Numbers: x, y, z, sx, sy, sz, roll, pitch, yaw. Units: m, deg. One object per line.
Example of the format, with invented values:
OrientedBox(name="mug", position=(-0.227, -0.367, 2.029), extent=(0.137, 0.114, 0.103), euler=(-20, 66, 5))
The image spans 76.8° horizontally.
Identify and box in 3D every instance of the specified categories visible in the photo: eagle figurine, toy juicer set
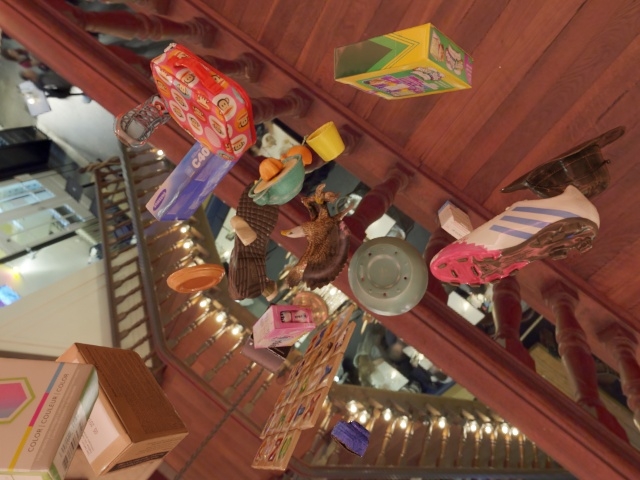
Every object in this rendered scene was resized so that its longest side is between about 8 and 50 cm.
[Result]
OrientedBox(name="eagle figurine", position=(-0.011, 0.001, 1.234), extent=(0.225, 0.226, 0.298), euler=(-7, 84, 20))
OrientedBox(name="toy juicer set", position=(-0.109, -0.123, 0.845), extent=(0.089, 0.329, 0.209), euler=(51, 152, -22))

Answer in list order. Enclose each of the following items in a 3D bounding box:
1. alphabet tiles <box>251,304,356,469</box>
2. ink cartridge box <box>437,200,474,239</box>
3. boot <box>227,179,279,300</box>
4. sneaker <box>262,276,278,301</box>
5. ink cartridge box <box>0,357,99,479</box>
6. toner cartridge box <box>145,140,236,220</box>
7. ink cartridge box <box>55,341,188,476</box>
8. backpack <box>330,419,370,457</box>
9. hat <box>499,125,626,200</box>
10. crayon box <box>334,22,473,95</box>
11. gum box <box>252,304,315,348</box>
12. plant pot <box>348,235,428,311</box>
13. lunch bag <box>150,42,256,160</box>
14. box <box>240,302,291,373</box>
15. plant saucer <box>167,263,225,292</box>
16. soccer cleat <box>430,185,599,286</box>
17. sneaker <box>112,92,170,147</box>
OrientedBox(name="alphabet tiles", position=(-0.034, 0.269, 0.739), extent=(0.011, 0.285, 0.342), euler=(30, 146, -3))
OrientedBox(name="ink cartridge box", position=(0.496, -0.063, 1.480), extent=(0.104, 0.181, 0.062), euler=(34, 118, -8))
OrientedBox(name="boot", position=(-0.216, 0.005, 1.170), extent=(0.118, 0.222, 0.338), euler=(14, 79, -19))
OrientedBox(name="sneaker", position=(-0.210, 0.159, 1.507), extent=(0.064, 0.192, 0.086), euler=(-40, 106, -5))
OrientedBox(name="ink cartridge box", position=(-0.346, 0.174, 0.390), extent=(0.209, 0.109, 0.062), euler=(8, 128, -10))
OrientedBox(name="toner cartridge box", position=(-0.405, -0.212, 1.334), extent=(0.075, 0.165, 0.348), euler=(46, 103, 9))
OrientedBox(name="ink cartridge box", position=(-0.397, 0.324, 0.799), extent=(0.088, 0.193, 0.234), euler=(-44, 66, -4))
OrientedBox(name="backpack", position=(0.102, 0.680, 1.411), extent=(0.120, 0.101, 0.098), euler=(32, 151, 4))
OrientedBox(name="hat", position=(0.659, -0.156, 1.070), extent=(0.331, 0.331, 0.134), euler=(-32, 78, 31))
OrientedBox(name="crayon box", position=(0.274, -0.552, 1.294), extent=(0.313, 0.363, 0.106), euler=(4, 98, 38))
OrientedBox(name="gum box", position=(-0.096, 0.221, 1.036), extent=(0.188, 0.107, 0.062), euler=(130, 136, -53))
OrientedBox(name="plant pot", position=(0.229, 0.117, 1.404), extent=(0.292, 0.235, 0.293), euler=(-2, 81, 12))
OrientedBox(name="lunch bag", position=(-0.309, -0.369, 1.063), extent=(0.293, 0.120, 0.258), euler=(38, 159, 14))
OrientedBox(name="box", position=(-0.178, 0.360, 1.501), extent=(0.153, 0.207, 0.108), euler=(32, 125, 0))
OrientedBox(name="plant saucer", position=(-0.436, 0.140, 1.429), extent=(0.200, 0.200, 0.037), euler=(-33, 65, 31))
OrientedBox(name="soccer cleat", position=(0.387, -0.004, 0.840), extent=(0.331, 0.143, 0.116), euler=(-23, 125, 37))
OrientedBox(name="sneaker", position=(-0.518, -0.384, 1.214), extent=(0.125, 0.262, 0.104), euler=(-27, 121, 36))
